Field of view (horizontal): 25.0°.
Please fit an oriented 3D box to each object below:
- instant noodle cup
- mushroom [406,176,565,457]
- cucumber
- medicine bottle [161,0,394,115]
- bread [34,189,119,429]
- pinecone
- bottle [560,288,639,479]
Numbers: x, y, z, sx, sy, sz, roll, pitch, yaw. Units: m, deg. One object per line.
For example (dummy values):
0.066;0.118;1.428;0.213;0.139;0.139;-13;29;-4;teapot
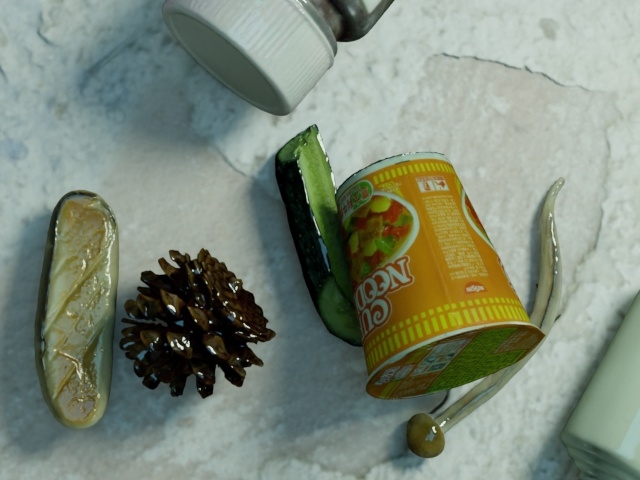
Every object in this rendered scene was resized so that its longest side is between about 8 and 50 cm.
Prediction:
0.093;0.027;1.296;0.168;0.168;0.185;-13;69;-11;instant noodle cup
0.179;0.080;1.374;0.068;0.043;0.306;40;76;-24;mushroom
0.000;0.000;1.337;0.046;0.070;0.220;-19;85;18;cucumber
-0.002;-0.260;1.311;0.165;0.165;0.273;41;78;-4;medicine bottle
-0.219;0.062;1.294;0.073;0.053;0.214;4;80;-14;bread
-0.113;0.078;1.272;0.121;0.140;0.140;-38;91;17;pinecone
0.300;0.153;1.352;0.104;0.104;0.245;31;79;-5;bottle
